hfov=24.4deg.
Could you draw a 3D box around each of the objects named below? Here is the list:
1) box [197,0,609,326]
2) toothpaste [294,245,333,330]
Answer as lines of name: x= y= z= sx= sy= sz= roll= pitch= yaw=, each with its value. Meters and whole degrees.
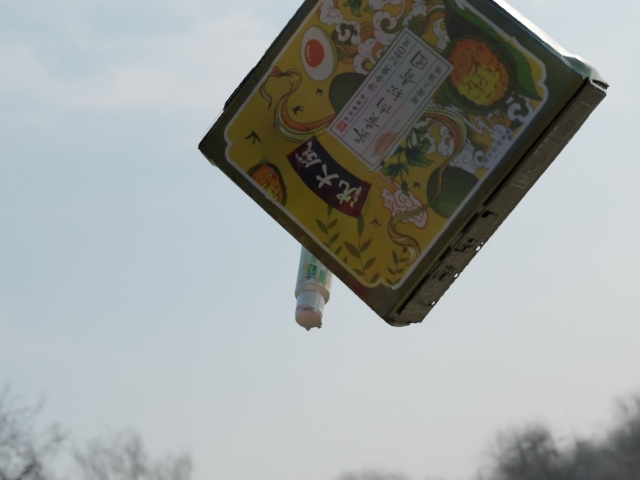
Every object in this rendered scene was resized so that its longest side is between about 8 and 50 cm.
box: x=0.103 y=-0.160 z=1.948 sx=0.420 sy=0.373 sz=0.138 roll=-51 pitch=-18 yaw=12
toothpaste: x=0.000 y=0.000 z=2.199 sx=0.056 sy=0.314 sz=0.058 roll=-16 pitch=-50 yaw=24
